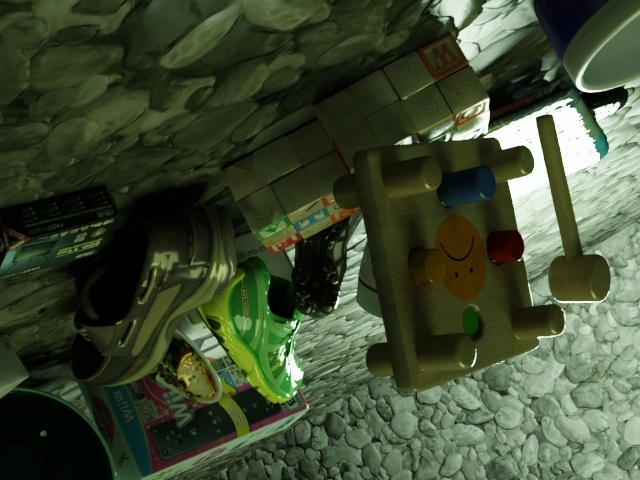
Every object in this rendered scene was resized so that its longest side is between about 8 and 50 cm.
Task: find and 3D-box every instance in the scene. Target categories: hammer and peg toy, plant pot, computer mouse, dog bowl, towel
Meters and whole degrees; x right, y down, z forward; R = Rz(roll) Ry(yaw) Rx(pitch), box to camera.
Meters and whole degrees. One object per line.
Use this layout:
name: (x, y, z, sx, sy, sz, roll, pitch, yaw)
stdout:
hammer and peg toy: (0.176, 0.005, 1.205, 0.127, 0.266, 0.361, -12, 180, 42)
plant pot: (-0.449, 0.353, 1.567, 0.293, 0.293, 0.235, -24, -178, -13)
computer mouse: (0.347, -0.185, 1.609, 0.242, 0.041, 0.071, -19, 166, -4)
dog bowl: (0.374, -0.281, 1.180, 0.265, 0.104, 0.265, -25, 165, -7)
towel: (0.276, -0.126, 1.577, 0.271, 0.040, 0.370, -24, 163, 17)

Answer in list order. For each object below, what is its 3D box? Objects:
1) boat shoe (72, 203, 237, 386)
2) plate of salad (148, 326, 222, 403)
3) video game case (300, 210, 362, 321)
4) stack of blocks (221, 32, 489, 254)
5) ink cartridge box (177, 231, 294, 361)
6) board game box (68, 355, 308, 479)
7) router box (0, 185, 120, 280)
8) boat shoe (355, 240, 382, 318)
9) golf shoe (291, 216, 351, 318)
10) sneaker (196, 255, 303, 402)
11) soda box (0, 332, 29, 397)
boat shoe: (-0.234, 0.063, 1.287, 0.130, 0.132, 0.355, 9, 140, -35)
plate of salad: (-0.221, 0.161, 1.465, 0.048, 0.200, 0.200, -51, 178, -30)
video game case: (0.009, 0.030, 1.539, 0.206, 0.026, 0.227, -58, 178, -24)
stack of blocks: (0.042, -0.103, 1.230, 0.297, 0.087, 0.171, -28, 165, 1)
ink cartridge box: (-0.148, 0.093, 1.533, 0.172, 0.100, 0.237, -21, 163, -25)
board game box: (-0.201, 0.227, 1.656, 0.303, 0.224, 0.097, -18, 164, -34)
router box: (-0.277, -0.006, 1.095, 0.122, 0.038, 0.092, -17, 163, -35)
boat shoe: (0.121, -0.006, 1.408, 0.136, 0.156, 0.367, 5, -166, 2)
golf shoe: (0.000, 0.000, 1.354, 0.077, 0.198, 0.094, 9, 171, 6)
sneaker: (-0.064, 0.120, 1.391, 0.123, 0.109, 0.295, -35, 149, -5)
soda box: (-0.455, 0.183, 1.285, 0.074, 0.069, 0.216, -35, 176, 26)
